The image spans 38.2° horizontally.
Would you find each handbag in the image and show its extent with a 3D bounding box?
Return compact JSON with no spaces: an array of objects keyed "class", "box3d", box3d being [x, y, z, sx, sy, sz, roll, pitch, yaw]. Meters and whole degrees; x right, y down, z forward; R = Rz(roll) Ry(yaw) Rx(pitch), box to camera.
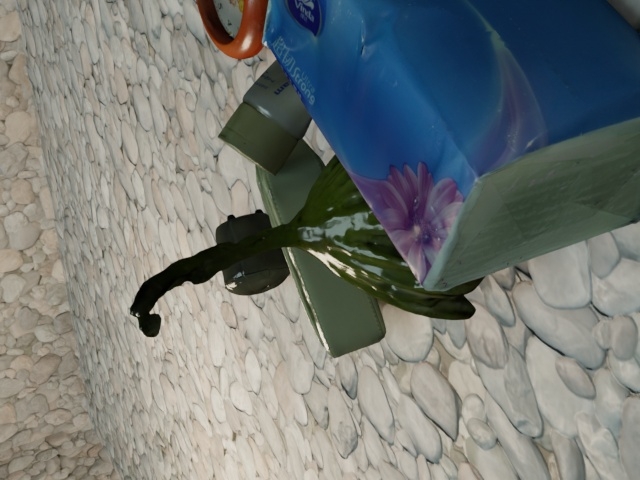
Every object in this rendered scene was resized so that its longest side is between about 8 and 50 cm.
[{"class":"handbag","box3d":[-0.008,-0.007,1.059,0.219,0.079,0.256,-113,2,-70]}]

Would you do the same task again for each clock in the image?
[{"class":"clock","box3d":[-0.108,-0.330,1.155,0.205,0.051,0.205,41,138,50]}]

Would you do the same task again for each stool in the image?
[{"class":"stool","box3d":[-0.098,0.018,1.295,0.096,0.096,0.110,-41,62,63]}]

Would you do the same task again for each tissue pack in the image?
[{"class":"tissue pack","box3d":[0.104,-0.123,0.668,0.263,0.198,0.146,58,152,30]}]

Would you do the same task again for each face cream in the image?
[{"class":"face cream","box3d":[-0.011,-0.175,0.913,0.224,0.070,0.114,-56,37,0]}]

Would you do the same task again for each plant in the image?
[{"class":"plant","box3d":[-0.004,-0.033,0.822,0.251,0.333,0.180,-137,52,-67]}]
